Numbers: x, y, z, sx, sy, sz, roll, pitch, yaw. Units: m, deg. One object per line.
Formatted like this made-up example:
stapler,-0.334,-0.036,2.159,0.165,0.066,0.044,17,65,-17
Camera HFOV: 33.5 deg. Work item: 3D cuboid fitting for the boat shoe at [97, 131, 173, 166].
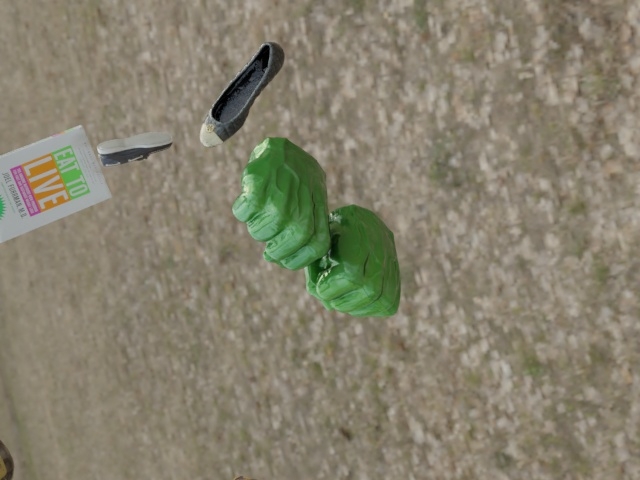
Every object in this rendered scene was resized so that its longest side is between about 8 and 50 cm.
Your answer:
boat shoe,-0.305,-0.149,1.764,0.046,0.125,0.038,-120,21,-54

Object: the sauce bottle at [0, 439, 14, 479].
sauce bottle,-0.453,0.309,1.183,0.344,0.111,0.111,-52,-49,-81

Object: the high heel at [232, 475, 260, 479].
high heel,-0.038,0.488,2.040,0.186,0.261,0.093,46,136,49

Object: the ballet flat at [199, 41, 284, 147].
ballet flat,-0.113,-0.203,1.461,0.057,0.049,0.173,40,96,24

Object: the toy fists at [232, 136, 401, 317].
toy fists,0.000,0.000,1.333,0.096,0.279,0.142,-32,36,23

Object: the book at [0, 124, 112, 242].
book,-0.339,-0.070,1.289,0.035,0.144,0.096,23,136,65
